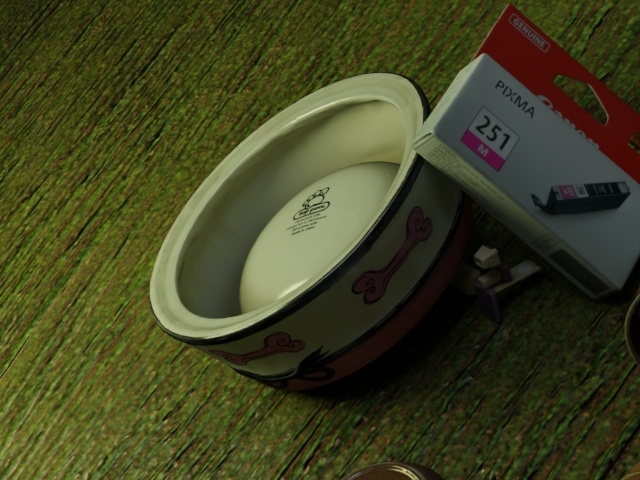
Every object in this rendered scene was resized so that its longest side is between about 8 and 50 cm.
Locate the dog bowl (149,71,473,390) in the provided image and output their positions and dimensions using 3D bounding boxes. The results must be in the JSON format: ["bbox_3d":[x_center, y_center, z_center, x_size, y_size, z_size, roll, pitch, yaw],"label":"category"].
[{"bbox_3d":[0.000,0.000,1.983,0.408,0.150,0.408,-32,30,21],"label":"dog bowl"}]

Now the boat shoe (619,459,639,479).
[{"bbox_3d":[0.391,0.250,1.502,0.324,0.122,0.120,5,48,39],"label":"boat shoe"}]

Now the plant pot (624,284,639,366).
[{"bbox_3d":[0.394,0.041,1.704,0.167,0.167,0.165,-14,34,24],"label":"plant pot"}]

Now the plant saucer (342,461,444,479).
[{"bbox_3d":[0.057,0.294,1.769,0.168,0.029,0.168,-19,40,17],"label":"plant saucer"}]

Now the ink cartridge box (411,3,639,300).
[{"bbox_3d":[0.268,-0.108,1.871,0.239,0.275,0.060,-56,10,-27],"label":"ink cartridge box"}]

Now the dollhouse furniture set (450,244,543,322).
[{"bbox_3d":[0.195,0.020,1.939,0.081,0.091,0.114,-28,32,-19],"label":"dollhouse furniture set"}]
